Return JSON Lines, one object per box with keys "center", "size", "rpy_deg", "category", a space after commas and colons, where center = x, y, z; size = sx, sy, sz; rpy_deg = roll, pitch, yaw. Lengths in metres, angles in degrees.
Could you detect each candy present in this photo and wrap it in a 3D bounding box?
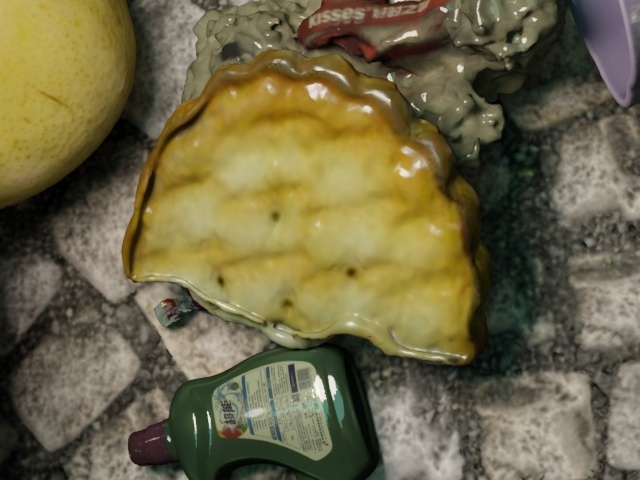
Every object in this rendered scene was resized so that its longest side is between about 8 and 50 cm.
{"center": [-0.083, 0.029, 1.586], "size": [0.175, 0.045, 0.043], "rpy_deg": [-28, 109, 7], "category": "candy"}

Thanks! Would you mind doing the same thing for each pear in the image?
{"center": [-0.320, -0.185, 1.545], "size": [0.309, 0.309, 0.309], "rpy_deg": [-3, 80, 14], "category": "pear"}

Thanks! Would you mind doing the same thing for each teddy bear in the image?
{"center": [0.015, -0.176, 1.513], "size": [0.367, 0.224, 0.357], "rpy_deg": [-38, 59, 8], "category": "teddy bear"}

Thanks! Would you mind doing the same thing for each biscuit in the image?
{"center": [0.000, 0.000, 1.463], "size": [0.335, 0.078, 0.329], "rpy_deg": [43, 126, -5], "category": "biscuit"}

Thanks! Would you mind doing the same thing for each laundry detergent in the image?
{"center": [-0.066, 0.180, 1.537], "size": [0.222, 0.078, 0.144], "rpy_deg": [-17, 84, 11], "category": "laundry detergent"}

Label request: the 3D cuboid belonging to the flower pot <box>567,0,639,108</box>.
{"center": [0.303, -0.267, 1.305], "size": [0.243, 0.265, 0.265], "rpy_deg": [-21, 76, 1], "category": "flower pot"}
